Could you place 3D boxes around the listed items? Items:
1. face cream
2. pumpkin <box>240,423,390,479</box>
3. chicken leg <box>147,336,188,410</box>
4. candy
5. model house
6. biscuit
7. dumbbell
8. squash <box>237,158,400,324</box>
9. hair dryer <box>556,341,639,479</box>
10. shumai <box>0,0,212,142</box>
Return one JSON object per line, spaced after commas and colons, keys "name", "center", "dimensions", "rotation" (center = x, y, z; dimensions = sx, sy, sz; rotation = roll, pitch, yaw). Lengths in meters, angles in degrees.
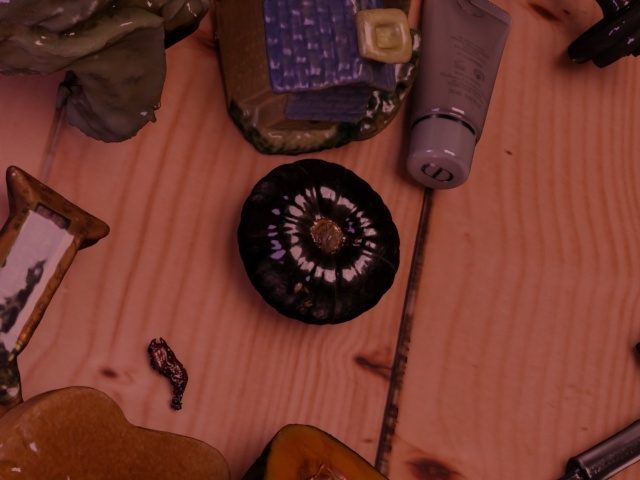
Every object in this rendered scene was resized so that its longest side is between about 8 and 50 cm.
{"name": "face cream", "center": [0.173, -0.209, 2.042], "dimensions": [0.143, 0.089, 0.314], "rotation": [27, 55, -19]}
{"name": "pumpkin", "center": [-0.032, 0.303, 1.742], "dimensions": [0.312, 0.148, 0.169], "rotation": [26, 24, -49]}
{"name": "chicken leg", "center": [-0.164, 0.145, 1.769], "dimensions": [0.036, 0.021, 0.083], "rotation": [-27, 94, -43]}
{"name": "candy", "center": [-0.324, 0.066, 1.658], "dimensions": [0.143, 0.101, 0.271], "rotation": [30, 67, -12]}
{"name": "model house", "center": [0.035, -0.279, 1.848], "dimensions": [0.261, 0.266, 0.321], "rotation": [-3, 84, -22]}
{"name": "biscuit", "center": [-0.210, 0.301, 1.658], "dimensions": [0.287, 0.057, 0.344], "rotation": [-43, 107, -39]}
{"name": "dumbbell", "center": [0.373, -0.354, 2.133], "dimensions": [0.192, 0.192, 0.290], "rotation": [-39, 95, -33]}
{"name": "squash", "center": [-0.001, 0.000, 1.832], "dimensions": [0.193, 0.156, 0.193], "rotation": [5, 57, -7]}
{"name": "hair dryer", "center": [0.449, 0.307, 2.052], "dimensions": [0.284, 0.156, 0.320], "rotation": [-37, 81, -13]}
{"name": "shumai", "center": [-0.267, -0.306, 1.689], "dimensions": [0.348, 0.395, 0.395], "rotation": [23, 62, -48]}
